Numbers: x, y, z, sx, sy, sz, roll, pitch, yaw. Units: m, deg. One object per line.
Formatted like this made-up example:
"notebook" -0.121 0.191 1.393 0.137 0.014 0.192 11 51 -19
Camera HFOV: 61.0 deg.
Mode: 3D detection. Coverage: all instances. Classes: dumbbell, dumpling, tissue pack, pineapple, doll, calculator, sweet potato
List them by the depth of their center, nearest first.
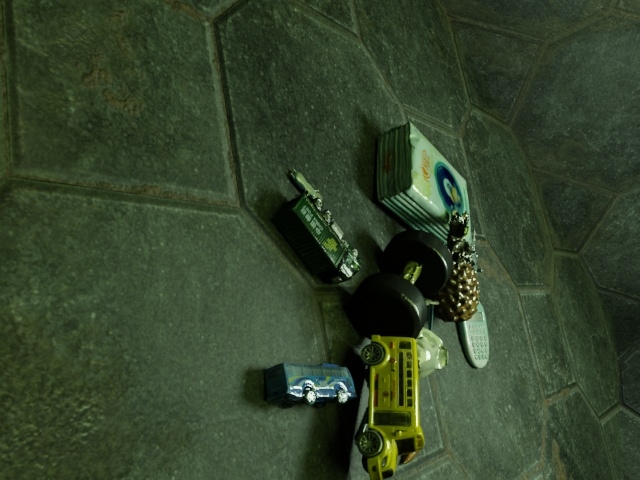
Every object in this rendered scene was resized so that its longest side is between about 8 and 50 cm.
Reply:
"doll" -0.037 -0.139 1.445 0.125 0.027 0.037 48 50 -27
"sweet potato" 0.248 0.575 1.478 0.095 0.034 0.034 -35 102 -41
"dumbbell" 0.229 0.125 1.513 0.204 0.203 0.322 60 39 -14
"dumpling" 0.258 0.316 1.537 0.181 0.111 0.155 11 60 -35
"pineapple" 0.430 0.082 1.741 0.175 0.175 0.361 -17 109 -53
"tissue pack" 0.354 -0.170 1.836 0.388 0.162 0.287 34 47 -38
"calculator" 0.551 0.310 1.964 0.184 0.042 0.295 12 68 -48

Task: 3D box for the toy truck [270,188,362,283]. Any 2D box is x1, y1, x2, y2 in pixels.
"toy truck" 0.000 0.000 1.382 0.259 0.088 0.121 53 39 -20

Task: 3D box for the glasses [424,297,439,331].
"glasses" 0.319 0.278 1.650 0.189 0.088 0.221 -10 82 -53

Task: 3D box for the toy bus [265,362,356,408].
"toy bus" -0.017 0.325 1.221 0.236 0.079 0.094 17 60 -47

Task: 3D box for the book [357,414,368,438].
"book" 0.149 0.512 1.394 0.135 0.017 0.103 54 40 -19

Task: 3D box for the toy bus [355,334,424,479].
"toy bus" 0.170 0.401 1.307 0.144 0.152 0.330 77 15 -50

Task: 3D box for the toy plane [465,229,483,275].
"toy plane" 0.564 0.066 2.074 0.226 0.058 0.226 47 59 -28
